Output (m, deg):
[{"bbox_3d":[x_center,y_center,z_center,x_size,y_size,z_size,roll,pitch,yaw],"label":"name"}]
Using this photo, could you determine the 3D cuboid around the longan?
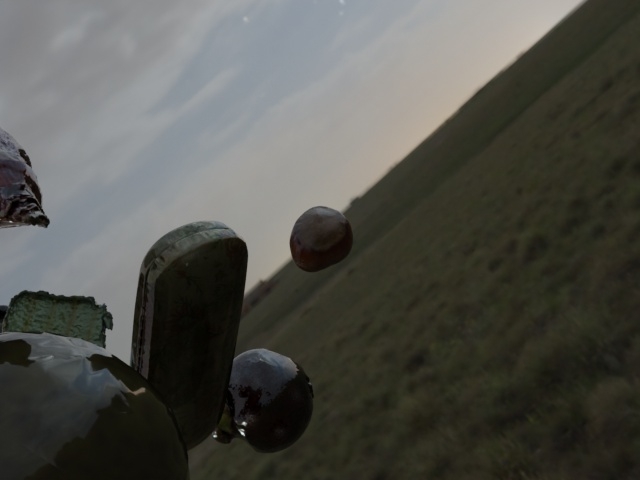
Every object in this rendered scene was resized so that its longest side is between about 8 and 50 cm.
[{"bbox_3d":[-0.344,0.298,1.092,0.391,0.391,0.391,-42,0,0],"label":"longan"}]

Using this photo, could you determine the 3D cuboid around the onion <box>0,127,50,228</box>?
[{"bbox_3d":[-0.456,-0.094,1.140,0.349,0.159,0.267,0,-1,28],"label":"onion"}]

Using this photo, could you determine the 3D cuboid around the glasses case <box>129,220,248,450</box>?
[{"bbox_3d":[-0.199,0.157,1.341,0.156,0.098,0.425,-19,-44,-37],"label":"glasses case"}]

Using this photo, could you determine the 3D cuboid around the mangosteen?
[{"bbox_3d":[-0.126,0.293,1.645,0.230,0.194,0.194,-13,-5,-9],"label":"mangosteen"}]

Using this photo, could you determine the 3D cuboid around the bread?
[{"bbox_3d":[-0.397,0.143,1.396,0.110,0.156,0.103,116,168,-53],"label":"bread"}]

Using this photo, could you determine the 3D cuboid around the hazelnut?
[{"bbox_3d":[0.000,0.000,1.140,0.086,0.086,0.086,-42,0,0],"label":"hazelnut"}]

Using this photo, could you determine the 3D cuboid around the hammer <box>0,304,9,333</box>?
[{"bbox_3d":[-0.582,0.149,1.747,0.152,0.044,0.427,-9,-5,-8],"label":"hammer"}]
